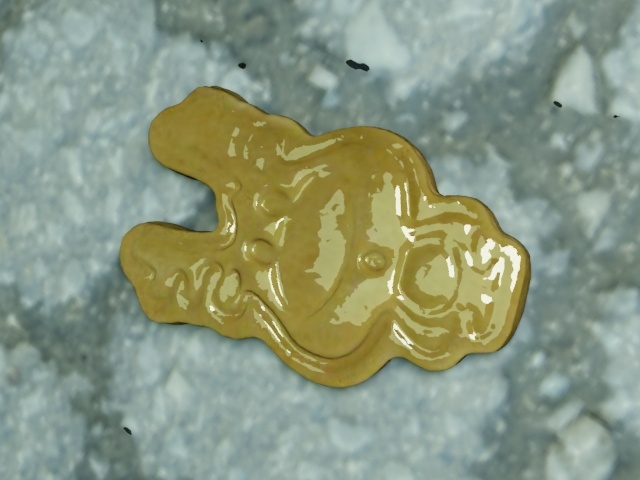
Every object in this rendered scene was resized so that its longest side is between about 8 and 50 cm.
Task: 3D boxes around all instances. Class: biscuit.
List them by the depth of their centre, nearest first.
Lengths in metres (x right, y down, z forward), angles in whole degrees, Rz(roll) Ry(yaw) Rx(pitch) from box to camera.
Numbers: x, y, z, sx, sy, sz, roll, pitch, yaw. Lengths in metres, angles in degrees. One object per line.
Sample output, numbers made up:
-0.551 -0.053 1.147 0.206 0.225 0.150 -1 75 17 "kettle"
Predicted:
0.000 0.004 1.015 0.236 0.040 0.144 16 99 22 "biscuit"
